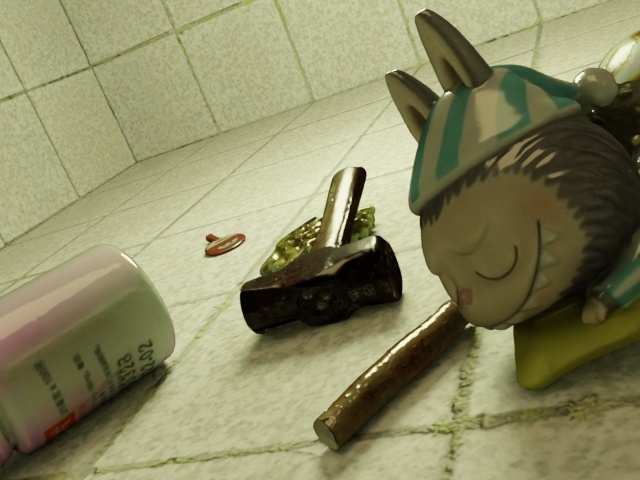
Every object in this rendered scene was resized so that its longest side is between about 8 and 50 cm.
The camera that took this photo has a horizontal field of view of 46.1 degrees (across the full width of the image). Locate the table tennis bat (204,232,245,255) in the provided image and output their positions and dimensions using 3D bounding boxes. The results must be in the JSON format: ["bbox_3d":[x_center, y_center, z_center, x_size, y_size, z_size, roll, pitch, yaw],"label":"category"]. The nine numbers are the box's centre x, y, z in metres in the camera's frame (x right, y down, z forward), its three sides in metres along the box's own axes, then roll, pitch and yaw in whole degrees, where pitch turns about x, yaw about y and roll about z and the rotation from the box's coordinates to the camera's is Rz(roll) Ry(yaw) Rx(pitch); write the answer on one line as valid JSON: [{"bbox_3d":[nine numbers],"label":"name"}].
[{"bbox_3d":[-0.228,0.005,1.726,0.098,0.019,0.154,-29,22,-21],"label":"table tennis bat"}]

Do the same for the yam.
[{"bbox_3d":[0.092,0.145,0.872,0.264,0.046,0.046,-36,22,-34],"label":"yam"}]

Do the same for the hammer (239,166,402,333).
[{"bbox_3d":[0.019,-0.017,1.245,0.242,0.095,0.409,-17,30,20],"label":"hammer"}]

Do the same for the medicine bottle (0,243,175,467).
[{"bbox_3d":[-0.423,0.183,1.098,0.388,0.219,0.219,-35,21,-34],"label":"medicine bottle"}]

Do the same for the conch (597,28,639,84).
[{"bbox_3d":[0.555,-0.230,1.183,0.368,0.197,0.249,-12,-17,43],"label":"conch"}]

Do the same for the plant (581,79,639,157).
[{"bbox_3d":[0.399,-0.121,1.044,0.276,0.188,0.199,-17,17,18],"label":"plant"}]

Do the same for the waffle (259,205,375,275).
[{"bbox_3d":[-0.001,-0.003,1.405,0.204,0.054,0.223,-11,21,32],"label":"waffle"}]

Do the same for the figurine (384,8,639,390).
[{"bbox_3d":[0.238,-0.098,0.773,0.361,0.378,0.266,-37,11,12],"label":"figurine"}]
